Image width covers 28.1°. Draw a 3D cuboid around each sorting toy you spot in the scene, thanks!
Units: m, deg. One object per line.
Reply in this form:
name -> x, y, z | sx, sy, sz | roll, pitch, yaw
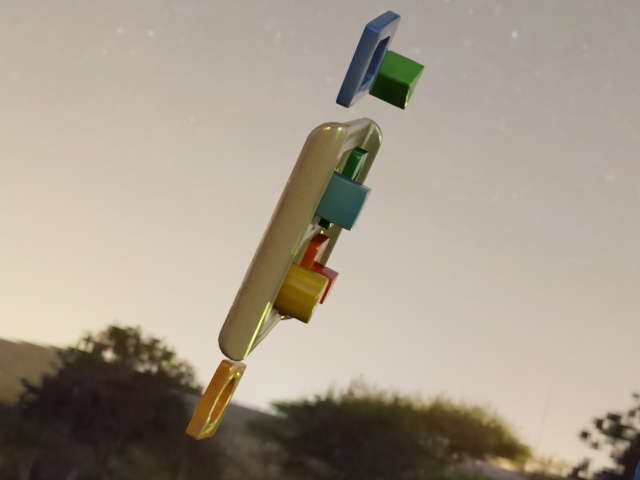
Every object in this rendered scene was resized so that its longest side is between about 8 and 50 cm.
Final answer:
sorting toy -> 0.000, 0.000, 0.949 | 0.047, 0.348, 0.196 | 26, 10, 8

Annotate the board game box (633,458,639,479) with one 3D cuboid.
board game box -> 0.431, 0.227, 1.152 | 0.281, 0.145, 0.027 | 17, -2, 24
